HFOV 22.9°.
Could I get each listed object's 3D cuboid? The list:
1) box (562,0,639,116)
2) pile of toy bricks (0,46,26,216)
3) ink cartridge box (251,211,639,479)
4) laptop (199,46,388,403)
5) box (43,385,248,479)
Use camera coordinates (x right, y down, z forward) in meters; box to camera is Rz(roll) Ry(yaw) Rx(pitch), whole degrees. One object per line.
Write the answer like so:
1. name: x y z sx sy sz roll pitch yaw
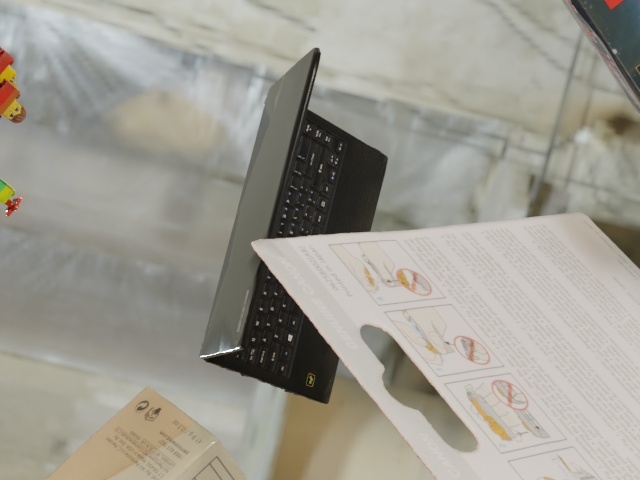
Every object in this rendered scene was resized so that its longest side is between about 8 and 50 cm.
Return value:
1. box: 0.184 -0.167 0.772 0.159 0.233 0.044 -37 26 4
2. pile of toy bricks: -0.300 -0.051 1.318 0.212 0.105 0.118 -50 25 -1
3. ink cartridge box: 0.094 0.069 0.706 0.189 0.232 0.066 50 131 31
4. laptop: 0.000 0.000 1.275 0.136 0.264 0.234 6 76 40
5. box: -0.196 0.287 1.304 0.311 0.148 0.121 -41 38 -17
